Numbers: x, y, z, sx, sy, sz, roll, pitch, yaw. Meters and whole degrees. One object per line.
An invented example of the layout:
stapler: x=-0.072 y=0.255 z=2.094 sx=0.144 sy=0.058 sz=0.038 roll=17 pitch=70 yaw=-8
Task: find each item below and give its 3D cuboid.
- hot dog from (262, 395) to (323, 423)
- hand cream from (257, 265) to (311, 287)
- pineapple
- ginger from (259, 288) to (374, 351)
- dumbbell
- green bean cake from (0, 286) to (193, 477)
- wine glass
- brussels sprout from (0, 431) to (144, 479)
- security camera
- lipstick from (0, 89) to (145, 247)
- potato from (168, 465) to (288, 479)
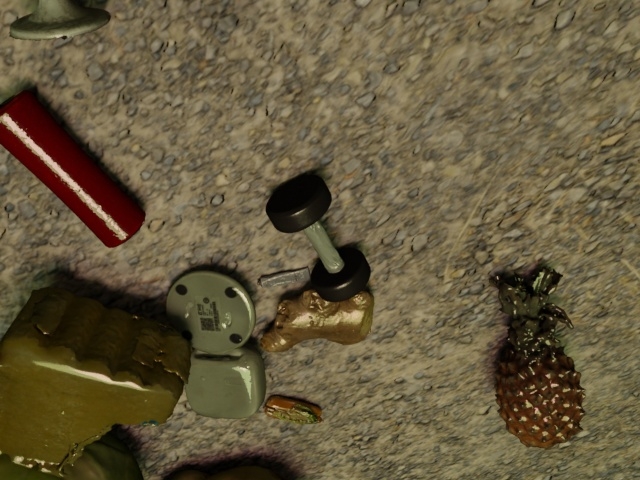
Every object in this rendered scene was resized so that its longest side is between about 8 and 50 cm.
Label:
hot dog: x=-0.053 y=0.348 z=1.137 sx=0.133 sy=0.041 sz=0.056 roll=16 pitch=121 yaw=-16
hand cream: x=-0.062 y=0.067 z=0.963 sx=0.093 sy=0.019 sz=0.030 roll=-10 pitch=126 yaw=-3
pineapple: x=0.391 y=0.218 z=1.041 sx=0.175 sy=0.175 sz=0.361 roll=-18 pitch=115 yaw=6
ginger: x=-0.010 y=0.135 z=0.985 sx=0.213 sy=0.074 sz=0.137 roll=-7 pitch=124 yaw=6
dumbbell: x=0.000 y=0.000 z=0.876 sx=0.100 sy=0.100 sz=0.191 roll=-23 pitch=123 yaw=9
green bean cake: x=-0.378 y=0.232 z=0.923 sx=0.285 sy=0.202 sz=0.310 roll=26 pitch=120 yaw=-18
wine glass: x=-0.309 y=-0.347 z=0.596 sx=0.126 sy=0.126 sz=0.241 roll=-5 pitch=127 yaw=-3
brussels sprout: x=-0.514 y=0.476 z=1.045 sx=0.371 sy=0.276 sz=0.315 roll=31 pitch=129 yaw=-16
security camera: x=-0.177 y=0.180 z=0.994 sx=0.157 sy=0.080 sz=0.301 roll=1 pitch=113 yaw=11
lipstick: x=-0.350 y=-0.094 z=0.787 sx=0.080 sy=0.080 sz=0.241 roll=-29 pitch=121 yaw=13
potato: x=-0.189 y=0.585 z=1.196 sx=0.351 sy=0.202 sz=0.218 roll=0 pitch=136 yaw=9
